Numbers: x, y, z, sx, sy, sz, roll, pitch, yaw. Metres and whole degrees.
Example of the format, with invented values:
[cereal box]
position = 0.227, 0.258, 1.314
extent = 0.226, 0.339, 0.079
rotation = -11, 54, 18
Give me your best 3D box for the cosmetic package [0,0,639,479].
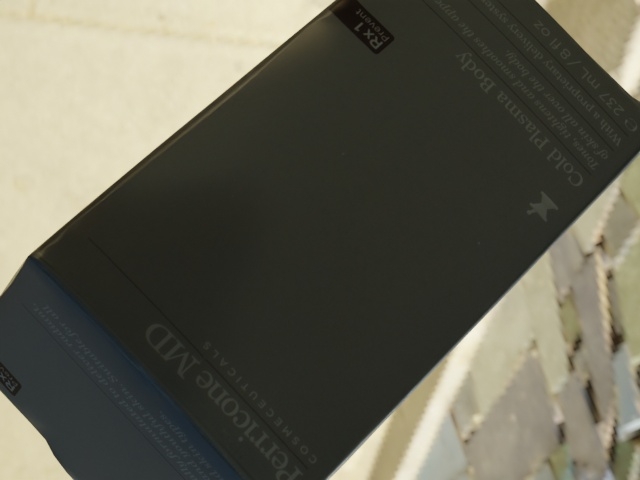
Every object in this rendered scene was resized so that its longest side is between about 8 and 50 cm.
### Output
[cosmetic package]
position = 0.000, 0.000, 0.686
extent = 0.127, 0.238, 0.107
rotation = 45, 144, 0
